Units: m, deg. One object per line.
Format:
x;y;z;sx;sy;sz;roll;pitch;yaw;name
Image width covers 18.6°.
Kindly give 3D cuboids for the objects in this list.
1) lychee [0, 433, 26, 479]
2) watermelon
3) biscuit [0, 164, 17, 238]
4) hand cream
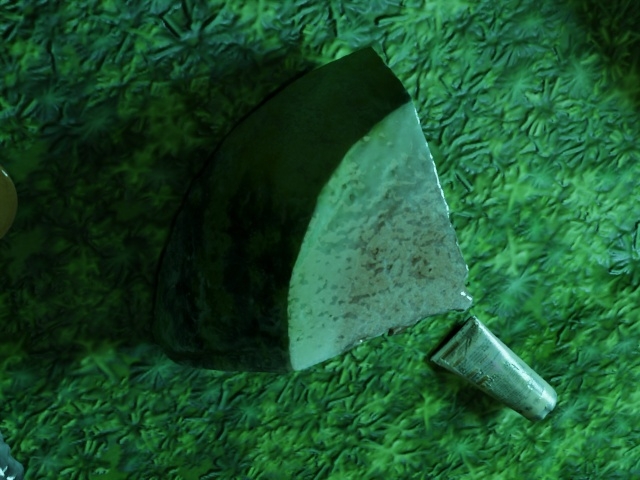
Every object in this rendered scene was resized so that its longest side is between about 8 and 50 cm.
-0.361;0.237;1.513;0.300;0.300;0.300;-14;127;-19;lychee
0.000;0.000;1.638;0.232;0.193;0.310;33;90;-20;watermelon
-0.294;-0.036;1.518;0.102;0.019;0.130;-42;130;3;biscuit
0.169;0.127;1.869;0.061;0.039;0.143;-43;122;14;hand cream
